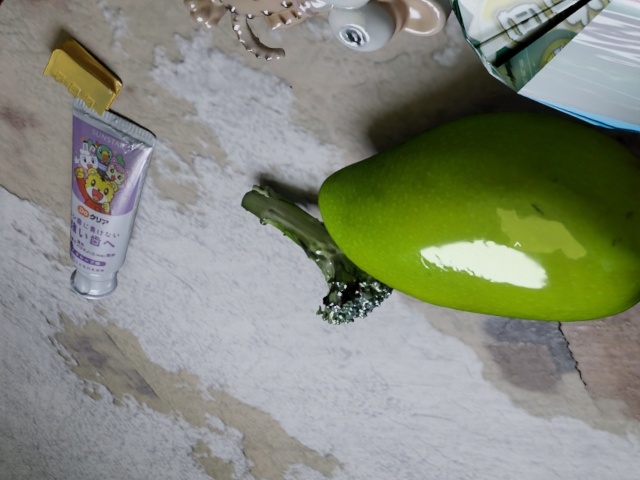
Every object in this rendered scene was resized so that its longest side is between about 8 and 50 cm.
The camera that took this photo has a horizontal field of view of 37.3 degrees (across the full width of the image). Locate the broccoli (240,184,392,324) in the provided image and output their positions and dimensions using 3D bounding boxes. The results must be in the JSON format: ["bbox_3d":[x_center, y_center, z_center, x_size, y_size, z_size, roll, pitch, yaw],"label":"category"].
[{"bbox_3d":[-0.002,0.002,1.036,0.204,0.118,0.122,39,157,23],"label":"broccoli"}]

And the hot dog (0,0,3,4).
[{"bbox_3d":[-0.543,-0.260,1.087,0.223,0.185,0.405,47,141,-16],"label":"hot dog"}]

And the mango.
[{"bbox_3d":[0.136,-0.023,0.844,0.343,0.156,0.192,3,129,38],"label":"mango"}]

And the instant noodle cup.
[{"bbox_3d":[0.207,-0.208,0.574,0.240,0.178,0.240,21,140,19],"label":"instant noodle cup"}]

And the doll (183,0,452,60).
[{"bbox_3d":[-0.014,-0.223,0.786,0.278,0.119,0.154,-1,143,46],"label":"doll"}]

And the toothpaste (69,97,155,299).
[{"bbox_3d":[-0.279,-0.044,1.220,0.114,0.073,0.299,28,134,9],"label":"toothpaste"}]

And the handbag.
[{"bbox_3d":[-0.272,-0.186,1.089,0.083,0.027,0.061,41,141,-9],"label":"handbag"}]
